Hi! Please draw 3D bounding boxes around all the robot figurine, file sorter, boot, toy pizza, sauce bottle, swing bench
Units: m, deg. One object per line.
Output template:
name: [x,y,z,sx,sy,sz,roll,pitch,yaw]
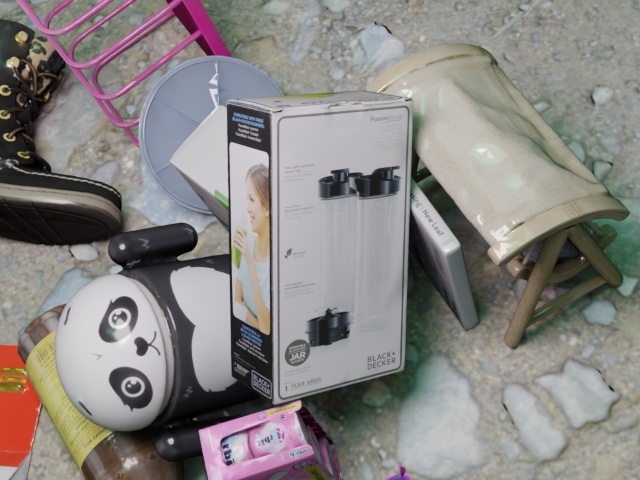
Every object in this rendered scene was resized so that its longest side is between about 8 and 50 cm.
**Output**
robot figurine: [-0.146,0.106,1.112,0.278,0.173,0.209,-9,40,-39]
file sorter: [-0.254,-0.281,1.323,0.182,0.290,0.202,-36,61,-3]
boot: [-0.409,-0.150,1.383,0.378,0.138,0.284,5,65,22]
toy pizza: [-0.132,-0.134,1.312,0.201,0.032,0.201,-1,93,-16]
sauce bottle: [-0.228,0.226,1.157,0.111,0.111,0.344,-34,60,-5]
swing bench: [0.196,-0.059,1.120,0.165,0.254,0.253,-31,61,-3]

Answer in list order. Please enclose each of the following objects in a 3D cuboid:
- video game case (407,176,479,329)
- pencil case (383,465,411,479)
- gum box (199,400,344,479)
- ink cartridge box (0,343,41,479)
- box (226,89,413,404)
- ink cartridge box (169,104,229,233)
video game case: [0.108,-0.016,1.142,0.023,0.212,0.193,-32,61,-2]
pencil case: [0.108,0.312,1.060,0.070,0.064,0.151,-48,62,6]
gum box: [-0.047,0.230,1.067,0.107,0.188,0.062,-19,63,4]
ink cartridge box: [-0.507,0.287,1.205,0.308,0.091,0.384,1,65,14]
box: [0.000,0.000,1.028,0.169,0.289,0.087,-11,19,-32]
ink cartridge box: [-0.055,-0.035,1.190,0.160,0.219,0.092,36,80,27]
